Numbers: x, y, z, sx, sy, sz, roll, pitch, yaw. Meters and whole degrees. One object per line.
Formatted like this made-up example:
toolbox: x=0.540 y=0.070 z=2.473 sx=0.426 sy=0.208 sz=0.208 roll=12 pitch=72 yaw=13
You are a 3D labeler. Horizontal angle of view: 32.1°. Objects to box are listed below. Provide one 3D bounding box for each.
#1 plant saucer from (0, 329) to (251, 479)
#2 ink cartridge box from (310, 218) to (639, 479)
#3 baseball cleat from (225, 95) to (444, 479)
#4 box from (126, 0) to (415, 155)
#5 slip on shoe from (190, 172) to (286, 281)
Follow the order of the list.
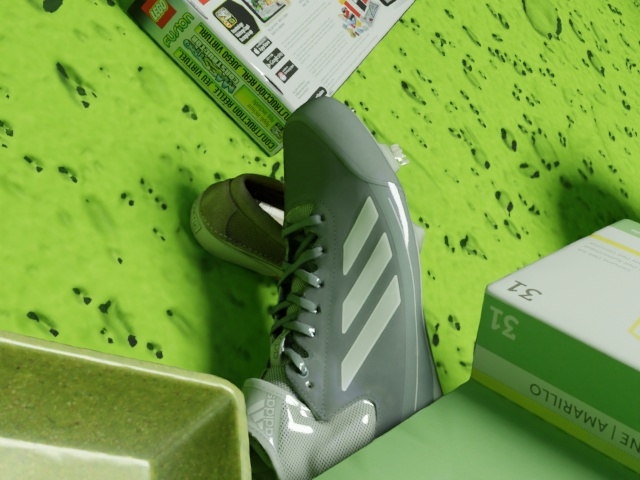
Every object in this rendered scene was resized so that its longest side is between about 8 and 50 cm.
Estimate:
plant saucer: x=-0.109 y=0.124 z=0.374 sx=0.188 sy=0.045 sz=0.188 roll=18 pitch=50 yaw=-34
ink cartridge box: x=0.126 y=0.073 z=0.431 sx=0.171 sy=0.056 sz=0.235 roll=28 pitch=34 yaw=36
baseball cleat: x=0.001 y=0.037 z=0.490 sx=0.109 sy=0.072 sz=0.206 roll=-13 pitch=81 yaw=-29
box: x=-0.015 y=-0.147 z=0.669 sx=0.114 sy=0.036 sz=0.207 roll=45 pitch=40 yaw=-7
slip on shoe: x=0.000 y=0.000 z=0.570 sx=0.135 sy=0.041 sz=0.051 roll=24 pitch=47 yaw=-28
